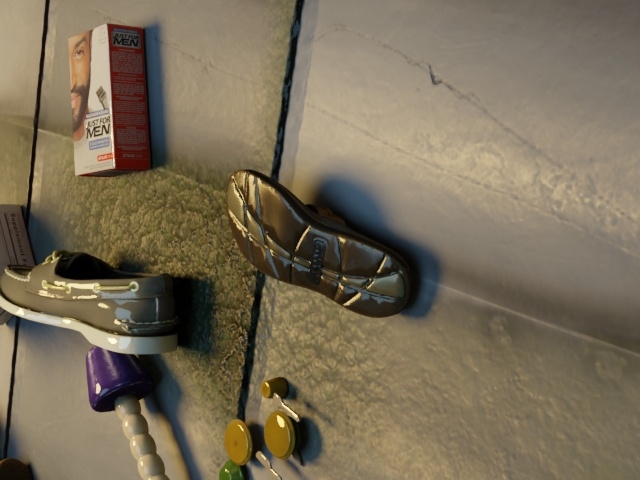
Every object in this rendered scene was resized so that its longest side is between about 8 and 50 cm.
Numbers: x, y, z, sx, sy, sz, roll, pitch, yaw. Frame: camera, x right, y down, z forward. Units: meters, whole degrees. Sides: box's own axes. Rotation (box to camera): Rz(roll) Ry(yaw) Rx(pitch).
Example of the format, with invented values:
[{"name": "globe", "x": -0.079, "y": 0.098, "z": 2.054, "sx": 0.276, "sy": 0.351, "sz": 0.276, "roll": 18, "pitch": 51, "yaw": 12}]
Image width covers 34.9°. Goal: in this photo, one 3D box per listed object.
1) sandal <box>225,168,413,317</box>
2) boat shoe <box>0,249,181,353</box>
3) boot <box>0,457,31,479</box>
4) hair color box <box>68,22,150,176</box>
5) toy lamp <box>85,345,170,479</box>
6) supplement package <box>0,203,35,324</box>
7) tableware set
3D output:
[{"name": "sandal", "x": 0.000, "y": 0.000, "z": 0.947, "sx": 0.219, "sy": 0.060, "sz": 0.090, "roll": 24, "pitch": 116, "yaw": 28}, {"name": "boat shoe", "x": -0.279, "y": 0.059, "z": 1.206, "sx": 0.305, "sy": 0.109, "sz": 0.091, "roll": 12, "pitch": 100, "yaw": 40}, {"name": "boot", "x": -0.496, "y": 0.411, "z": 1.409, "sx": 0.165, "sy": 0.077, "sz": 0.213, "roll": -29, "pitch": 28, "yaw": 45}, {"name": "hair color box", "x": -0.250, "y": -0.162, "z": 1.201, "sx": 0.093, "sy": 0.053, "sz": 0.167, "roll": -5, "pitch": 87, "yaw": 47}, {"name": "toy lamp", "x": -0.198, "y": 0.240, "z": 1.147, "sx": 0.080, "sy": 0.080, "sz": 0.274, "roll": -44, "pitch": 61, "yaw": 38}, {"name": "supplement package", "x": -0.524, "y": 0.039, "z": 1.359, "sx": 0.134, "sy": 0.244, "sz": 0.139, "roll": -35, "pitch": 66, "yaw": 41}, {"name": "tableware set", "x": -0.060, "y": 0.212, "z": 1.041, "sx": 0.104, "sy": 0.024, "sz": 0.154, "roll": 38, "pitch": 119, "yaw": 43}]
